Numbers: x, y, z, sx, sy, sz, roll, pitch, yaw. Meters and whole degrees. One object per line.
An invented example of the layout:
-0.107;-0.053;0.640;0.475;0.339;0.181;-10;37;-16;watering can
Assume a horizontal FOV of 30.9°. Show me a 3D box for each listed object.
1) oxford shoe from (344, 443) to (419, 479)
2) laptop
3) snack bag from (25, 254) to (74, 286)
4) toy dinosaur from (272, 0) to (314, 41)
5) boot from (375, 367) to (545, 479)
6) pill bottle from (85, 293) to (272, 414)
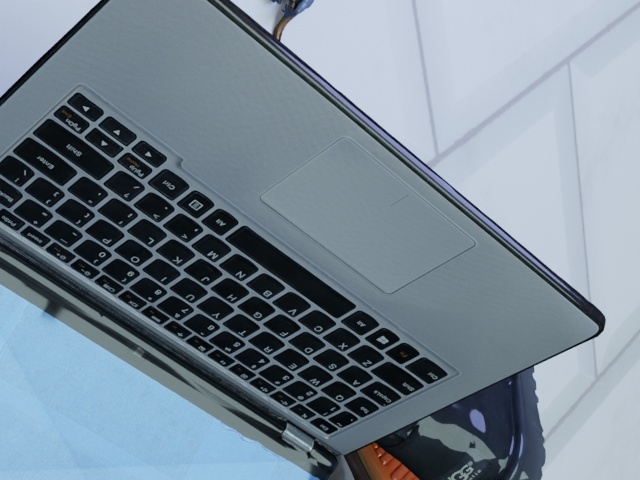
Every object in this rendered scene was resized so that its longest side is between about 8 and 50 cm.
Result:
0.088;0.312;1.183;0.130;0.132;0.364;-21;81;-57;oxford shoe
-0.097;0.117;0.719;0.382;0.408;0.236;37;40;-27;laptop
-0.324;0.128;0.758;0.342;0.037;0.323;18;88;-51;snack bag
-0.017;-0.229;1.033;0.082;0.047;0.090;-42;164;-46;toy dinosaur
0.000;0.001;1.008;0.445;0.367;0.146;36;115;-28;boot
-0.104;0.114;0.949;0.216;0.121;0.121;25;82;-51;pill bottle
